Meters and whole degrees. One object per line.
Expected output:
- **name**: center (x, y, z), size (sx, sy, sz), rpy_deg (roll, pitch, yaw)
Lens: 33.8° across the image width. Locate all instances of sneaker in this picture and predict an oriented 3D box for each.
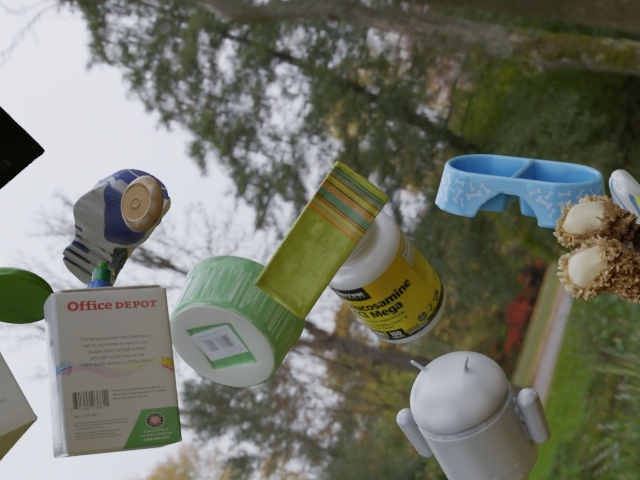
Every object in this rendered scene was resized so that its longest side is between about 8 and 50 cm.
- **sneaker**: center (0.498, -0.006, 1.705), size (0.126, 0.240, 0.091), rpy_deg (-36, 35, 10)
- **sneaker**: center (-0.325, -0.059, 1.756), size (0.315, 0.127, 0.182), rpy_deg (-45, 13, 54)

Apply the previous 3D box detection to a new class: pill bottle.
- **pill bottle**: center (0.108, 0.056, 2.147), size (0.334, 0.188, 0.188), rpy_deg (47, -123, -42)

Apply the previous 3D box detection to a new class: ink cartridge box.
- **ink cartridge box**: center (-0.278, 0.173, 1.394), size (0.093, 0.154, 0.212), rpy_deg (149, 116, -62)

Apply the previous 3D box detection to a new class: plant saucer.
- **plant saucer**: center (-0.263, -0.054, 1.525), size (0.015, 0.083, 0.083), rpy_deg (13, -84, -55)

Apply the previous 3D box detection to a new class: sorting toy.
- **sorting toy**: center (-0.473, 0.036, 1.556), size (0.127, 0.366, 0.126), rpy_deg (125, 152, -46)

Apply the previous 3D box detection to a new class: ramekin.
- **ramekin**: center (-0.201, 0.196, 2.413), size (0.148, 0.303, 0.303), rpy_deg (-63, -14, -46)

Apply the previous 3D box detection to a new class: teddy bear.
- **teddy bear**: center (0.465, 0.030, 1.346), size (0.245, 0.338, 0.113), rpy_deg (-105, 13, -50)

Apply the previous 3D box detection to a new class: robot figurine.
- **robot figurine**: center (0.305, 0.363, 2.084), size (0.353, 0.300, 0.200), rpy_deg (60, -152, -26)

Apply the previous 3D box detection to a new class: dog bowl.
- **dog bowl**: center (0.341, -0.089, 1.788), size (0.166, 0.297, 0.074), rpy_deg (-34, -52, -57)

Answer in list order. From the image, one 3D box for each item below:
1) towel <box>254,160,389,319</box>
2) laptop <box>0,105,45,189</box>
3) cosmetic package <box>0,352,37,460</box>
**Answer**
- **towel**: center (0.000, 0.000, 1.629), size (0.237, 0.102, 0.021), rpy_deg (-56, -11, 8)
- **laptop**: center (-0.711, -0.155, 2.001), size (0.136, 0.234, 0.264), rpy_deg (-34, 14, 48)
- **cosmetic package**: center (-0.508, 0.111, 1.206), size (0.156, 0.385, 0.217), rpy_deg (-22, -18, -46)
